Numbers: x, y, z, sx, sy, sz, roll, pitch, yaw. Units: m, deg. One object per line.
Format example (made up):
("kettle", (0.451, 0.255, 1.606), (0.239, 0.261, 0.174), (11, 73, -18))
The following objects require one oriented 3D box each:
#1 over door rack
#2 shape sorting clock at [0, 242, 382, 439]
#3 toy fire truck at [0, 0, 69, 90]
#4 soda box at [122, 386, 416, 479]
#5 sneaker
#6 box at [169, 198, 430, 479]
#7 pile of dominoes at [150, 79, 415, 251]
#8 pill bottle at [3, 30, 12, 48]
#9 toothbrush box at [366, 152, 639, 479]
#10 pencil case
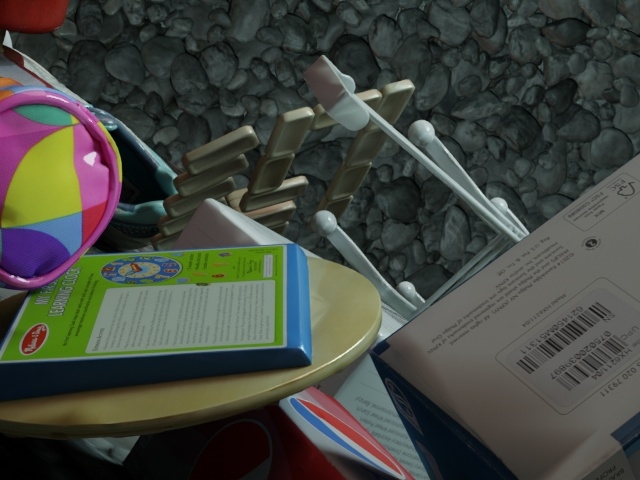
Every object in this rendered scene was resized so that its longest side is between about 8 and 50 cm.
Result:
("over door rack", (0.000, 0.000, 1.116), (0.324, 0.239, 0.108), (31, 18, -52))
("shape sorting clock", (-0.074, 0.044, 0.657), (0.206, 0.040, 0.206), (-2, 18, 1))
("toy fire truck", (-0.321, -0.131, 0.930), (0.254, 0.169, 0.302), (-2, 27, -42))
("soda box", (0.008, 0.138, 0.617), (0.092, 0.083, 0.263), (33, 3, -33))
("sneaker", (-0.233, -0.102, 1.264), (0.283, 0.110, 0.122), (33, -18, -15))
("box", (-0.005, 0.086, 0.950), (0.181, 0.119, 0.182), (37, 4, 38))
("pile of dominoes", (-0.050, -0.053, 1.175), (0.040, 0.196, 0.251), (64, -26, 20))
("pill bottle", (-0.400, -0.211, 1.397), (0.121, 0.121, 0.221), (31, 4, -46))
("toothbrush box", (0.182, 0.114, 0.661), (0.126, 0.216, 0.295), (42, -18, 49))
("pencil case", (-0.204, -0.045, 0.716), (0.236, 0.104, 0.104), (18, -9, 44))
